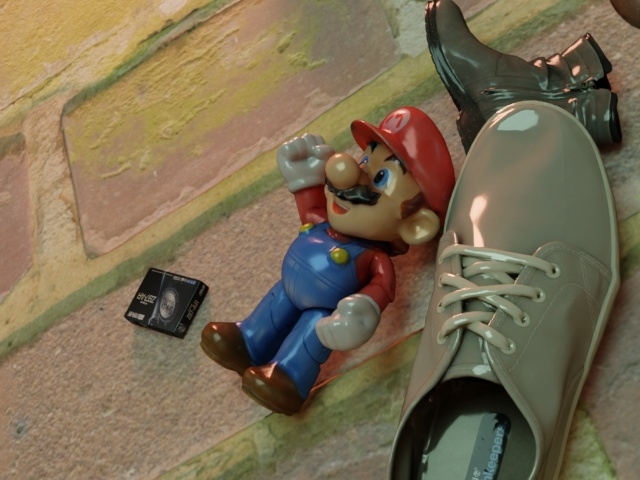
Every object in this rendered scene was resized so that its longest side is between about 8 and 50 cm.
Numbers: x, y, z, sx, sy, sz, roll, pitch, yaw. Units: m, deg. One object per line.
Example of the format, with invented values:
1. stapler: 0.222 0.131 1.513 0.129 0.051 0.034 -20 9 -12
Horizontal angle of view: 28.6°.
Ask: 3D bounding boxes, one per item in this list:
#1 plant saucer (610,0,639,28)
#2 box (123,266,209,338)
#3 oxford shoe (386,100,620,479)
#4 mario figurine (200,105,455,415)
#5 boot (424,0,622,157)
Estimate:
1. plant saucer: 0.379 -0.298 1.265 0.198 0.036 0.198 -16 53 23
2. box: -0.172 0.069 1.399 0.083 0.018 0.067 13 68 39
3. oxford shoe: 0.157 0.068 1.084 0.169 0.130 0.449 3 66 28
4. mario figurine: 0.000 0.000 1.221 0.198 0.170 0.320 35 91 9
5. boot: 0.208 -0.170 1.275 0.161 0.083 0.246 -23 58 13
